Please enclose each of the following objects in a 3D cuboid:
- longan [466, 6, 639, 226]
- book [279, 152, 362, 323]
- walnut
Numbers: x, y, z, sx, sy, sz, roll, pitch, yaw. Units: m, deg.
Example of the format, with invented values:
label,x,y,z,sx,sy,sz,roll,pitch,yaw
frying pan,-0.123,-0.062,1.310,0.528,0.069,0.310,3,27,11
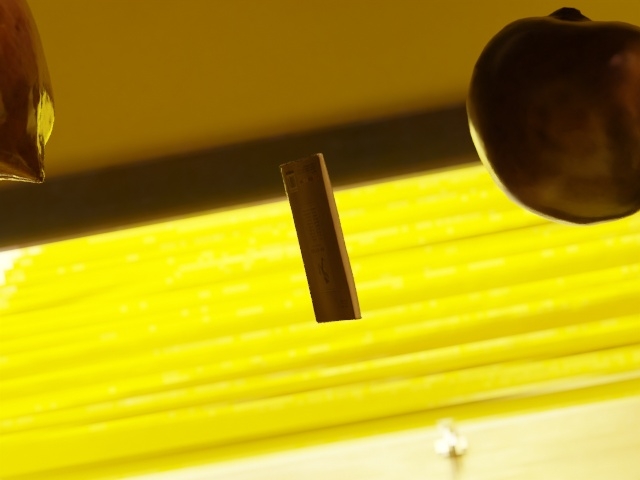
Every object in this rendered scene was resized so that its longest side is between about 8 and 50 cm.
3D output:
label,x,y,z,sx,sy,sz,roll,pitch,yaw
longan,0.326,-0.155,2.036,0.297,0.297,0.297,-10,-90,-87
book,0.000,0.000,1.705,0.127,0.014,0.182,168,88,-71
walnut,-0.332,-0.161,1.366,0.298,0.203,0.203,47,175,14
